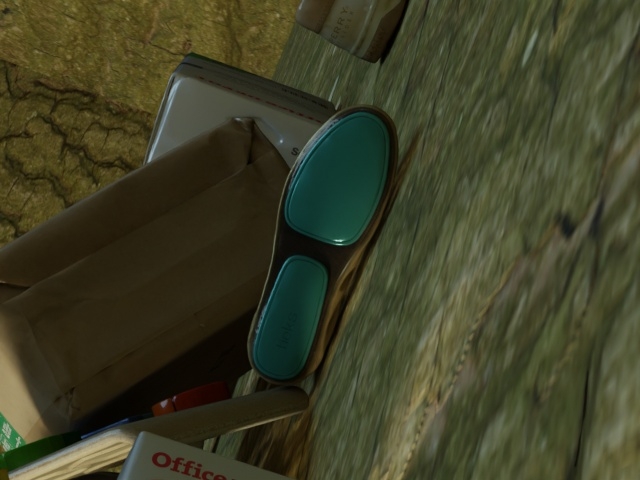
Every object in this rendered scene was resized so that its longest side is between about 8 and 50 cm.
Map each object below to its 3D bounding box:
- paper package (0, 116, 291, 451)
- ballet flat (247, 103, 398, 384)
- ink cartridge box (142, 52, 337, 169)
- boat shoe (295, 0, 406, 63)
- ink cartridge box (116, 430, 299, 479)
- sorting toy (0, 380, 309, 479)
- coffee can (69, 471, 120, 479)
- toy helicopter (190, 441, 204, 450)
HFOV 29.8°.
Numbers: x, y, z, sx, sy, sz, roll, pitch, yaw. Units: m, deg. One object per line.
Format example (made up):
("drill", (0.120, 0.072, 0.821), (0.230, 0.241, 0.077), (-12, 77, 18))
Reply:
("paper package", (-0.178, 0.076, 1.157), (0.309, 0.168, 0.325), (-32, -11, -26))
("ballet flat", (0.000, 0.000, 0.940), (0.073, 0.080, 0.232), (-37, -29, -74))
("ink cartridge box", (-0.084, -0.121, 1.375), (0.273, 0.198, 0.115), (-99, 29, -76))
("boat shoe", (0.046, -0.331, 1.312), (0.341, 0.110, 0.122), (-79, 11, -47))
("ink cartridge box", (-0.087, 0.233, 0.740), (0.127, 0.128, 0.176), (118, 169, -46))
("sorting toy", (-0.178, 0.152, 0.880), (0.307, 0.229, 0.041), (-3, -105, -58))
("coffee can", (-0.214, 0.352, 1.090), (0.275, 0.201, 0.201), (119, 168, -55))
("toy helicopter", (-0.154, 0.184, 1.539), (0.235, 0.140, 0.355), (137, 143, -55))
